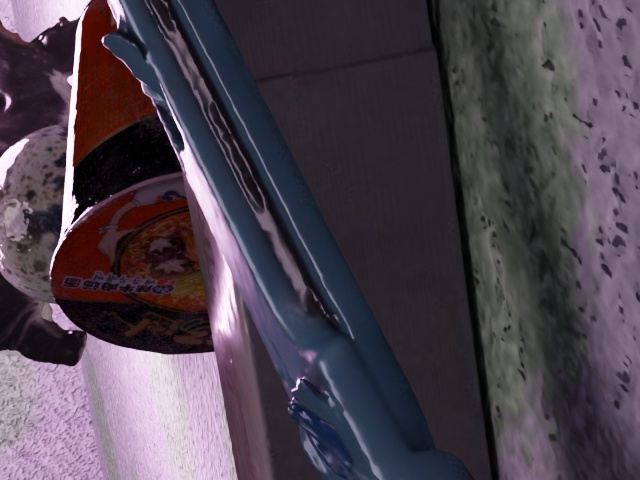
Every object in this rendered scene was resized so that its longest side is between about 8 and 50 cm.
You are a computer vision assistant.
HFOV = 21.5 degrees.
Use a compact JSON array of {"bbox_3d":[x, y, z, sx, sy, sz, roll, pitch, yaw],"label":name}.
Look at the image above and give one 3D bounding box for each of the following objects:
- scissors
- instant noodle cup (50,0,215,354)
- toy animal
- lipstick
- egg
[{"bbox_3d":[0.016,0.058,0.450,0.393,0.032,0.180,64,161,5],"label":"scissors"},{"bbox_3d":[-0.056,-0.040,0.711,0.127,0.127,0.136,95,167,-53],"label":"instant noodle cup"},{"bbox_3d":[-0.242,-0.065,1.421,0.106,0.168,0.343,142,130,-79],"label":"toy animal"},{"bbox_3d":[0.000,0.000,0.560,0.076,0.079,0.372,-138,37,-71],"label":"lipstick"},{"bbox_3d":[-0.192,-0.015,1.285,0.172,0.132,0.132,125,133,-59],"label":"egg"}]
